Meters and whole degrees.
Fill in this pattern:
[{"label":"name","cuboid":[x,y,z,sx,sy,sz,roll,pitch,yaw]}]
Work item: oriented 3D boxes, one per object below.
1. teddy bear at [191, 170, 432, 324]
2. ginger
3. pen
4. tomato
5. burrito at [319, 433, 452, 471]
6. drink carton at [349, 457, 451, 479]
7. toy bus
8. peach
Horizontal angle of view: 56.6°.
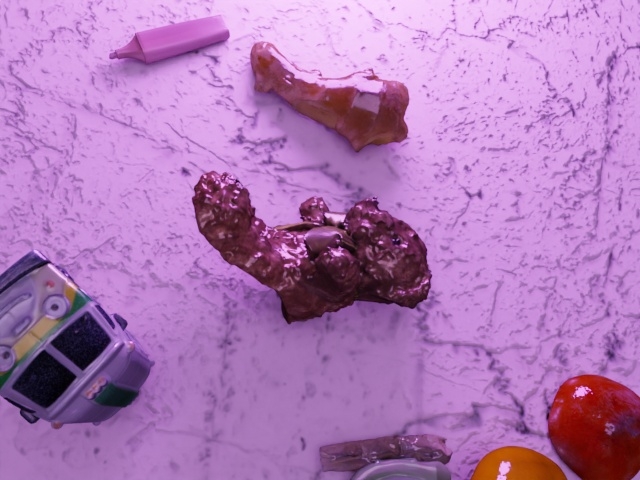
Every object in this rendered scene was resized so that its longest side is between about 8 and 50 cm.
[{"label":"teddy bear","cuboid":[-0.004,-0.009,0.791,0.222,0.246,0.296,-37,109,1]},{"label":"ginger","cuboid":[0.012,-0.242,0.948,0.294,0.086,0.131,31,93,9]},{"label":"pen","cuboid":[-0.246,-0.323,0.967,0.197,0.032,0.053,-20,76,-16]},{"label":"tomato","cuboid":[0.403,0.261,0.833,0.155,0.069,0.156,2,71,-6]},{"label":"burrito","cuboid":[0.089,0.287,0.800,0.185,0.041,0.045,-3,63,-10]},{"label":"drink carton","cuboid":[0.107,0.358,0.710,0.144,0.142,0.146,1,89,-6]},{"label":"toy bus","cuboid":[-0.290,0.128,0.684,0.164,0.276,0.133,40,72,3]},{"label":"peach","cuboid":[0.250,0.353,0.752,0.179,0.103,0.179,8,77,-38]}]
